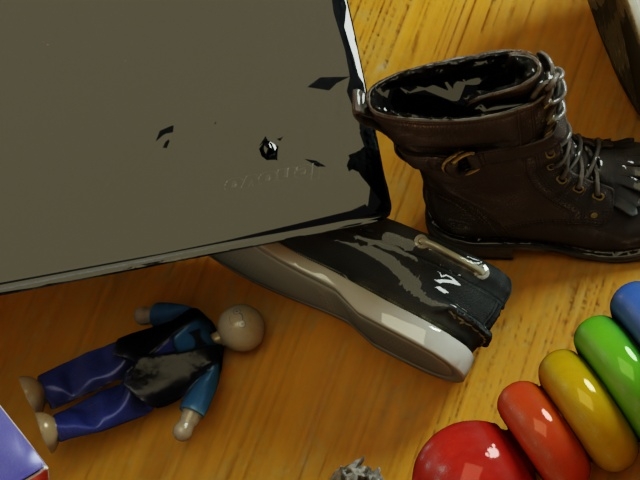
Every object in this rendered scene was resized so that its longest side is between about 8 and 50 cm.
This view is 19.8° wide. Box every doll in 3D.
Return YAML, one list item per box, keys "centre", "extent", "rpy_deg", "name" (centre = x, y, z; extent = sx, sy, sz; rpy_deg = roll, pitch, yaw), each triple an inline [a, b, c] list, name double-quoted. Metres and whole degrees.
- centre: [-0.129, 0.102, 1.407]
  extent: [0.189, 0.046, 0.129]
  rpy_deg: [-24, 54, -7]
  name: "doll"

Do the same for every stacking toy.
- centre: [0.209, 0.103, 1.294]
  extent: [0.330, 0.141, 0.141]
  rpy_deg: [-33, 63, 0]
  name: "stacking toy"

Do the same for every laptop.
- centre: [-0.173, -0.155, 1.463]
  extent: [0.382, 0.236, 0.408]
  rpy_deg: [-10, 21, -2]
  name: "laptop"

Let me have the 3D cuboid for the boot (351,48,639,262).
- centre: [0.168, -0.065, 1.320]
  extent: [0.263, 0.229, 0.091]
  rpy_deg: [-8, 64, 8]
  name: "boot"

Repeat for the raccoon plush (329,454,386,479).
- centre: [0.049, 0.358, 1.148]
  extent: [0.299, 0.216, 0.446]
  rpy_deg: [-44, 66, -6]
  name: "raccoon plush"

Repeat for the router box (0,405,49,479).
- centre: [-0.309, 0.136, 1.284]
  extent: [0.082, 0.301, 0.335]
  rpy_deg: [-31, 61, -25]
  name: "router box"

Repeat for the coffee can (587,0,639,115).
- centre: [0.342, -0.228, 1.375]
  extent: [0.275, 0.201, 0.201]
  rpy_deg: [-19, 63, 3]
  name: "coffee can"

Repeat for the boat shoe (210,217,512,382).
- centre: [0.000, 0.000, 1.398]
  extent: [0.303, 0.114, 0.091]
  rpy_deg: [30, 75, 10]
  name: "boat shoe"
